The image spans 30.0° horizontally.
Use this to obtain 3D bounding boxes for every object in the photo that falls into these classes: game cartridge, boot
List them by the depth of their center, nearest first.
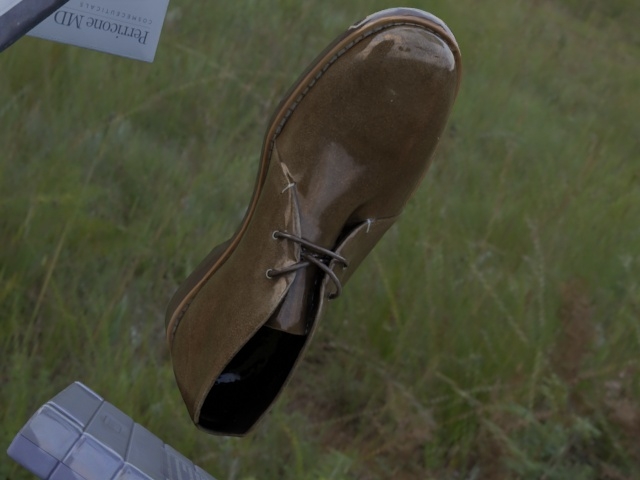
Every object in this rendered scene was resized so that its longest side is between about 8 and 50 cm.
[{"bbox_3d":[0.000,0.000,0.752,0.112,0.305,0.115,23,26,-21],"label":"boot"},{"bbox_3d":[-0.145,0.213,1.022,0.230,0.068,0.355,40,-8,-3],"label":"game cartridge"}]

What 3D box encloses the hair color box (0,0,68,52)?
[{"bbox_3d":[-0.130,-0.184,0.435,0.105,0.174,0.347,2,37,29],"label":"hair color box"}]

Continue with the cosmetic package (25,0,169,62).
[{"bbox_3d":[-0.204,-0.254,0.778,0.224,0.224,0.138,6,17,-43],"label":"cosmetic package"}]
